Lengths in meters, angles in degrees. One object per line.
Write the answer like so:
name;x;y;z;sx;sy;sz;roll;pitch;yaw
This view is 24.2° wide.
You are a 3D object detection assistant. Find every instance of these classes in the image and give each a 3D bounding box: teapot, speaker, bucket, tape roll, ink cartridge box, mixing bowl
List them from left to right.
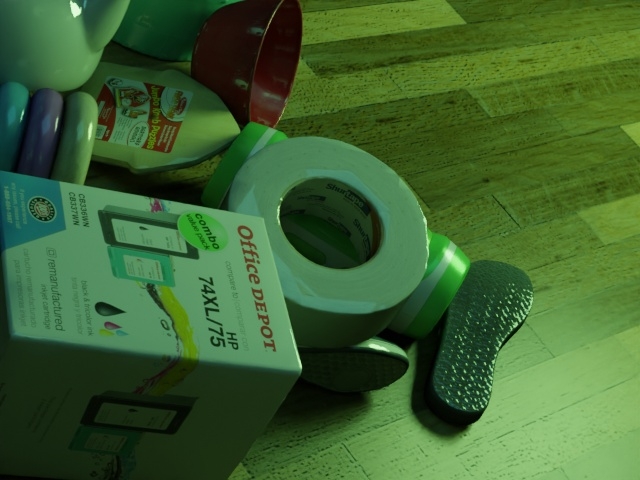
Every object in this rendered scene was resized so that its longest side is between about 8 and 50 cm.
teapot;-0.346;-0.286;1.638;0.256;0.187;0.252;4;22;-32
ink cartridge box;-0.191;0.090;1.373;0.270;0.197;0.198;9;44;-27
bucket;-0.191;-0.374;1.895;0.281;0.183;0.281;20;39;-17
mixing bowl;-0.097;-0.220;1.823;0.098;0.181;0.181;15;36;12
tape roll;0.000;0.000;1.551;0.219;0.072;0.219;10;55;-14
speaker;0.017;-0.011;1.690;0.296;0.131;0.131;32;38;0

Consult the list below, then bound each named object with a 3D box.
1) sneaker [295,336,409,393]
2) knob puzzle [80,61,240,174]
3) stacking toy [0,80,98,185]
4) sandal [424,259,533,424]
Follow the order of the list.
sneaker;-0.017;0.075;1.603;0.226;0.086;0.163;10;45;-25
knob puzzle;-0.189;-0.132;1.730;0.213;0.030;0.213;5;42;-5
stacking toy;-0.401;-0.122;1.522;0.330;0.141;0.141;14;41;-16
sandal;0.174;0.114;1.732;0.097;0.054;0.254;27;47;5
